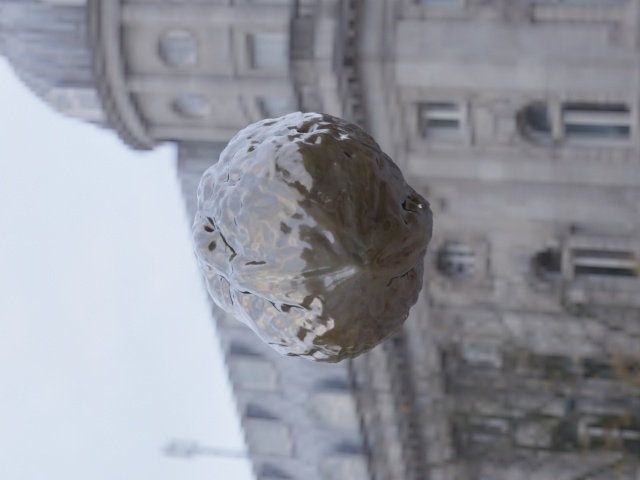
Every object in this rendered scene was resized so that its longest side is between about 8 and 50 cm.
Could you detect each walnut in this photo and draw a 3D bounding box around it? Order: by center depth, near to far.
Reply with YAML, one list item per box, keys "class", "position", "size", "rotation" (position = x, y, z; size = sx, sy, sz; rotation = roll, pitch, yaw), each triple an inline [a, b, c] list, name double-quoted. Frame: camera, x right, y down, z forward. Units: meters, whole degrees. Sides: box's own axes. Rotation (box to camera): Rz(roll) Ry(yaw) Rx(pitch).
- class: "walnut"
  position: [-0.002, 0.000, 1.263]
  size: [0.230, 0.178, 0.178]
  rotation: [-150, 58, -70]
